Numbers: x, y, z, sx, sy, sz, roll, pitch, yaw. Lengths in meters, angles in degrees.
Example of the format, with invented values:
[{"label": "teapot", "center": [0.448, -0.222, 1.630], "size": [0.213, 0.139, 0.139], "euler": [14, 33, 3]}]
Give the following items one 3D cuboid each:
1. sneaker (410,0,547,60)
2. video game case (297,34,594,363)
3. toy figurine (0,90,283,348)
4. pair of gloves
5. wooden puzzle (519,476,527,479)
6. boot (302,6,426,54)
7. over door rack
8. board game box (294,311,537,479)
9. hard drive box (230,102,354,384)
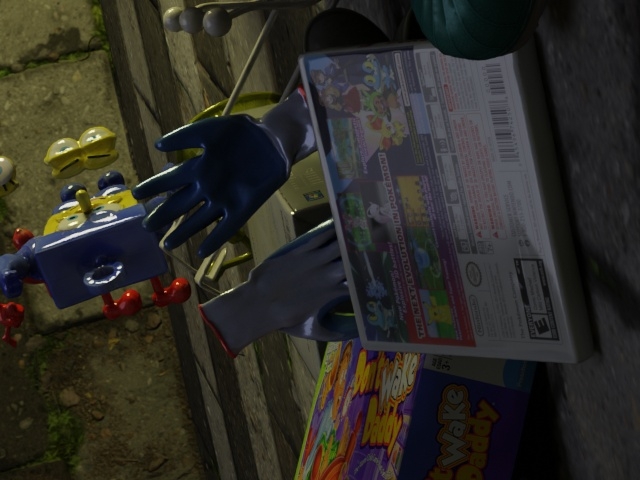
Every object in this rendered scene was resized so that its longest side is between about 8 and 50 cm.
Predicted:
[{"label": "sneaker", "center": [0.038, -0.229, 1.037], "size": [0.108, 0.121, 0.302], "euler": [13, 121, 50]}, {"label": "video game case", "center": [0.075, -0.025, 1.230], "size": [0.183, 0.023, 0.201], "euler": [1, 109, 46]}, {"label": "toy figurine", "center": [-0.165, 0.011, 1.825], "size": [0.217, 0.362, 0.191], "euler": [-108, 1, -69]}, {"label": "pair of gloves", "center": [-0.037, -0.007, 1.450], "size": [0.198, 0.159, 0.023], "euler": [60, -168, -1]}, {"label": "wooden puzzle", "center": [0.160, 0.233, 1.419], "size": [0.078, 0.014, 0.116], "euler": [88, 164, -50]}, {"label": "boot", "center": [0.050, -0.110, 1.348], "size": [0.189, 0.076, 0.208], "euler": [58, 173, 13]}, {"label": "over door rack", "center": [-0.071, -0.120, 1.578], "size": [0.239, 0.108, 0.324], "euler": [-149, 74, -77]}, {"label": "board game box", "center": [0.052, 0.176, 1.464], "size": [0.347, 0.078, 0.233], "euler": [174, 110, -80]}, {"label": "hard drive box", "center": [0.000, 0.000, 1.736], "size": [0.232, 0.089, 0.181], "euler": [-124, 22, -60]}]
